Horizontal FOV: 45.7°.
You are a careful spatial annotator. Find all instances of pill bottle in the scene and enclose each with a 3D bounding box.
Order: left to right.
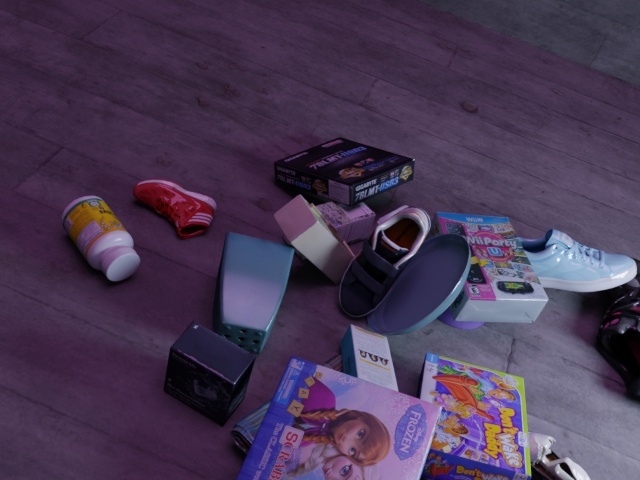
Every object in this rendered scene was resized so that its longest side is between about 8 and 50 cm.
[{"bbox_3d":[-0.521,-0.003,1.813,0.118,0.117,0.208,-21,54,-35],"label":"pill bottle"}]

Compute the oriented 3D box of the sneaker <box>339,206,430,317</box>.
[{"bbox_3d":[0.145,0.049,1.846,0.126,0.321,0.127,35,7,10],"label":"sneaker"}]

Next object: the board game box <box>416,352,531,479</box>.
[{"bbox_3d":[0.320,0.390,1.633,0.234,0.078,0.347,14,25,6],"label":"board game box"}]

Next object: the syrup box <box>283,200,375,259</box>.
[{"bbox_3d":[0.025,-0.038,2.059,0.237,0.096,0.093,-18,51,-33],"label":"syrup box"}]

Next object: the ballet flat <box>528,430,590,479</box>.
[{"bbox_3d":[0.505,0.487,1.672,0.280,0.096,0.095,37,43,20],"label":"ballet flat"}]

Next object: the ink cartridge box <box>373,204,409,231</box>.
[{"bbox_3d":[0.189,0.009,2.008,0.072,0.175,0.127,41,47,24],"label":"ink cartridge box"}]

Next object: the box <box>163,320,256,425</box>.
[{"bbox_3d":[-0.234,0.278,1.585,0.156,0.158,0.093,28,43,11],"label":"box"}]

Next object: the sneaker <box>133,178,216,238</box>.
[{"bbox_3d":[-0.386,-0.081,1.969,0.221,0.087,0.128,11,41,-6],"label":"sneaker"}]

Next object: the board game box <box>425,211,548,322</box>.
[{"bbox_3d":[0.422,0.068,1.971,0.224,0.097,0.303,3,43,-17],"label":"board game box"}]

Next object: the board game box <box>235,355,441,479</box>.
[{"bbox_3d":[0.031,0.413,1.435,0.318,0.066,0.318,16,59,14],"label":"board game box"}]

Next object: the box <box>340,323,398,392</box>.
[{"bbox_3d":[0.108,0.291,1.706,0.101,0.060,0.244,21,24,-12],"label":"box"}]

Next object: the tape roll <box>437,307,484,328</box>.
[{"bbox_3d":[0.373,0.138,2.009,0.189,0.080,0.189,10,42,-9],"label":"tape roll"}]

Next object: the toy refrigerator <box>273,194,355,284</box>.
[{"bbox_3d":[0.000,0.000,1.888,0.094,0.269,0.102,-38,54,7],"label":"toy refrigerator"}]

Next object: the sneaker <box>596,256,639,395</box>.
[{"bbox_3d":[0.837,0.217,2.014,0.202,0.185,0.482,12,41,-13],"label":"sneaker"}]

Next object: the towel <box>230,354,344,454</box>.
[{"bbox_3d":[0.023,0.397,1.606,0.271,0.040,0.370,37,39,22],"label":"towel"}]

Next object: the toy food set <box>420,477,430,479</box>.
[{"bbox_3d":[0.236,0.522,1.596,0.122,0.019,0.078,32,44,15],"label":"toy food set"}]

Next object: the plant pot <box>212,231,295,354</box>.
[{"bbox_3d":[-0.169,0.134,1.769,0.166,0.165,0.234,13,49,-7],"label":"plant pot"}]

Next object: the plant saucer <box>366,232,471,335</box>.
[{"bbox_3d":[0.247,0.114,1.859,0.044,0.318,0.317,44,37,-21],"label":"plant saucer"}]

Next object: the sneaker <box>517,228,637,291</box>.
[{"bbox_3d":[0.672,0.045,2.069,0.366,0.150,0.135,-1,31,12],"label":"sneaker"}]

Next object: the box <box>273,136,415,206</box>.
[{"bbox_3d":[0.070,-0.205,2.193,0.293,0.073,0.296,24,34,36],"label":"box"}]
